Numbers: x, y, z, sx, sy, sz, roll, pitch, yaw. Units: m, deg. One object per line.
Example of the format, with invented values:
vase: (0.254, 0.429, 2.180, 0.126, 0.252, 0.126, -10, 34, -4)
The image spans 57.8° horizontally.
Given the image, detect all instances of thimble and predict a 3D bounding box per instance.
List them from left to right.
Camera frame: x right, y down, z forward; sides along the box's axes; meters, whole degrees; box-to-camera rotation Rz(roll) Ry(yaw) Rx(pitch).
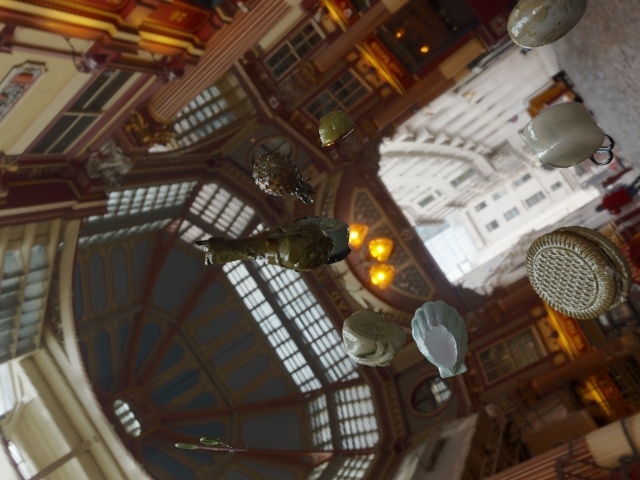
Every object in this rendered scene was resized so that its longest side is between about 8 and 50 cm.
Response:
thimble: (0.000, 0.000, 2.179, 0.237, 0.238, 0.150, -50, -38, -66)

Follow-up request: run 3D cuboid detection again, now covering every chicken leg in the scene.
chicken leg: (-0.169, 0.025, 1.788, 0.201, 0.430, 0.152, -130, 38, -78)

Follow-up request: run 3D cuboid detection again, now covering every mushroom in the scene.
mushroom: (0.686, -0.732, 1.802, 0.243, 0.244, 0.243, 42, -154, -26)

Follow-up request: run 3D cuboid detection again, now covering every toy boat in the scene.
toy boat: (0.446, 0.370, 2.140, 0.290, 0.200, 0.100, 67, -161, -2)

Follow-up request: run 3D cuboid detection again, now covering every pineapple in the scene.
pineapple: (-0.132, -0.234, 2.353, 0.361, 0.175, 0.175, 35, -152, -57)

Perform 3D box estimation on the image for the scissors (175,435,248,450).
scissors: (-0.276, 0.543, 1.528, 0.187, 0.134, 0.019, 30, -132, -44)

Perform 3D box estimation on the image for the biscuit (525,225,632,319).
biscuit: (0.635, 0.081, 1.440, 0.079, 0.259, 0.259, -29, -98, -28)

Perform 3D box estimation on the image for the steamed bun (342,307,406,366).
steamed bun: (0.210, 0.451, 2.523, 0.268, 0.207, 0.280, 25, -154, 16)

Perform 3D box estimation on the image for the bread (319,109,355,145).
bread: (0.057, -0.399, 2.035, 0.086, 0.125, 0.156, 60, -159, -24)

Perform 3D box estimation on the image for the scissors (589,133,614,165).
scissors: (0.926, -0.328, 2.067, 0.300, 0.022, 0.109, -150, 56, -68)

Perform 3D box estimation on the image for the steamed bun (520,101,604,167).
steamed bun: (0.737, -0.317, 1.733, 0.242, 0.164, 0.146, 1, -123, -42)
